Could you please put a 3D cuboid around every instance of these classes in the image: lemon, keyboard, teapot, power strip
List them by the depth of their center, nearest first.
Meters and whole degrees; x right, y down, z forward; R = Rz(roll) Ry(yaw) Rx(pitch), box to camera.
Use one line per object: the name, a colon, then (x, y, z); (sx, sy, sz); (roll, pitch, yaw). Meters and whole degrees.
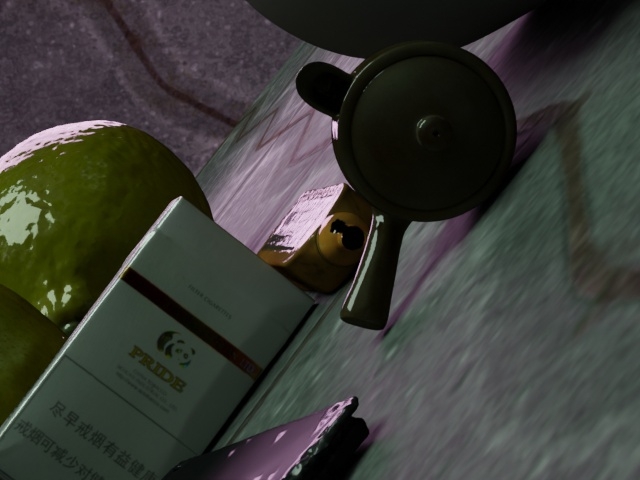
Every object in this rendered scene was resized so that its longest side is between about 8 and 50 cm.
keyboard: (-0.041, 0.101, 0.620); (0.072, 0.023, 0.231); (-47, 5, -22)
teapot: (0.022, -0.024, 0.633); (0.080, 0.085, 0.110); (-112, 41, -84)
power strip: (0.000, 0.000, 0.825); (0.049, 0.028, 0.178); (-52, 7, -6)
lemon: (-0.165, 0.012, 1.194); (0.184, 0.184, 0.248); (-49, 9, 20)

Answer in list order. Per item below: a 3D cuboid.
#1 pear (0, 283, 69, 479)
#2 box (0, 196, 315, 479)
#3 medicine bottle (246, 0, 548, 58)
pear: (-0.207, 0.116, 0.936); (0.198, 0.198, 0.198); (-51, 7, 9)
box: (-0.081, 0.065, 0.792); (0.154, 0.084, 0.040); (-54, 5, -13)
medicine bottle: (0.062, -0.199, 0.695); (0.208, 0.208, 0.339); (-53, 7, -9)
